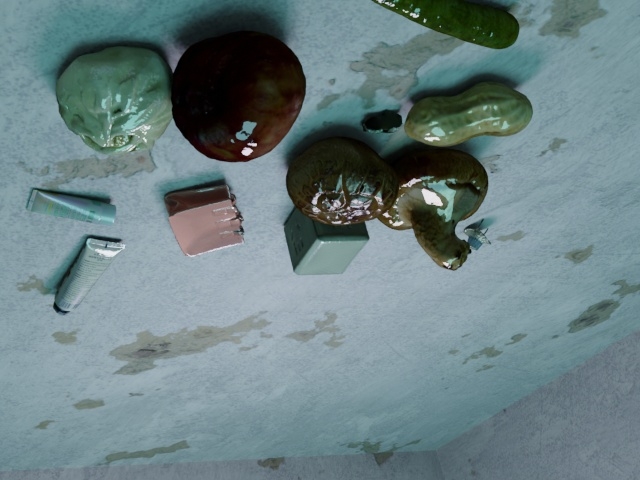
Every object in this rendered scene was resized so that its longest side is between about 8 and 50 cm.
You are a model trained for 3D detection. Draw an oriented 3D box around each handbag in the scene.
[{"bbox_3d":[-0.255,-0.045,1.968,0.157,0.059,0.212,-13,153,-2],"label":"handbag"}]

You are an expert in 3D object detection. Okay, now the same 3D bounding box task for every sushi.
[{"bbox_3d":[0.127,-0.246,1.834,0.083,0.044,0.046,-6,171,-13],"label":"sushi"}]

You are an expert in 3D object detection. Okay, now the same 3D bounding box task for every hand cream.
[{"bbox_3d":[-0.517,-0.068,1.825,0.174,0.047,0.076,10,144,-24],"label":"hand cream"},{"bbox_3d":[-0.557,0.083,2.057,0.095,0.059,0.276,11,136,-37],"label":"hand cream"}]

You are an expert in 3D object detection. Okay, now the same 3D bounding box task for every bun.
[{"bbox_3d":[-0.351,-0.229,1.528,0.231,0.133,0.231,-11,153,-6],"label":"bun"}]

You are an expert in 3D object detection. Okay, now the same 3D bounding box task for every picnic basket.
[{"bbox_3d":[0.426,-0.013,2.357,0.083,0.083,0.065,-62,146,-8],"label":"picnic basket"}]

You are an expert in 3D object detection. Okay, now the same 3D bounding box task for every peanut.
[{"bbox_3d":[0.307,-0.260,1.807,0.274,0.111,0.125,-13,147,-6],"label":"peanut"}]

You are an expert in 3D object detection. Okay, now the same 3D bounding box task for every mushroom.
[{"bbox_3d":[0.255,-0.096,1.998,0.267,0.254,0.267,-8,120,-14],"label":"mushroom"},{"bbox_3d":[0.047,-0.121,1.885,0.253,0.153,0.253,2,151,1],"label":"mushroom"}]

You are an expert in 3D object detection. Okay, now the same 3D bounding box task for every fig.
[{"bbox_3d":[-0.136,-0.251,1.496,0.224,0.263,0.224,20,140,18],"label":"fig"}]

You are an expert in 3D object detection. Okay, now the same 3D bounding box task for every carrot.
[{"bbox_3d":[0.210,-0.406,1.551,0.358,0.074,0.074,7,144,-33],"label":"carrot"}]

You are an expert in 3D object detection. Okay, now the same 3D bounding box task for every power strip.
[{"bbox_3d":[0.000,0.000,2.084,0.139,0.140,0.224,-1,148,-27],"label":"power strip"}]
